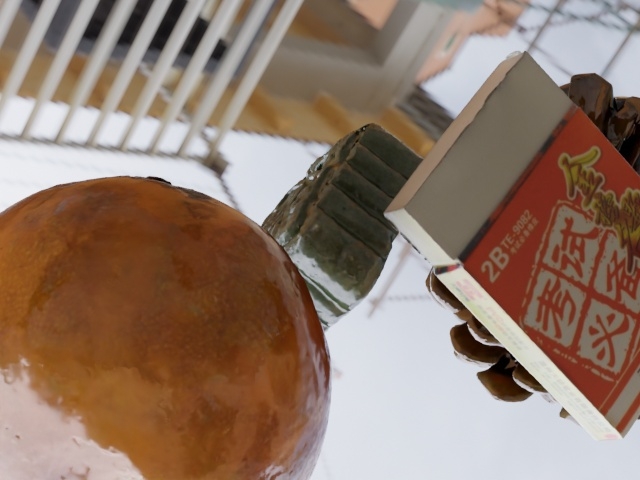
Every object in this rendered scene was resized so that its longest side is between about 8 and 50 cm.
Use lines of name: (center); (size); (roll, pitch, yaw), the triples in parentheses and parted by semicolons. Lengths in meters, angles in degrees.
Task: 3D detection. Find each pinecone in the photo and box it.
pinecone: (0.273, -0.008, 1.536); (0.384, 0.384, 0.384); (25, -153, -14)

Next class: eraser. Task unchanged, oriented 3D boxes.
eraser: (0.166, 0.004, 1.003); (0.230, 0.038, 0.157); (45, -115, -15)

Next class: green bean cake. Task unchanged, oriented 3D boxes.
green bean cake: (0.000, 0.000, 1.296); (0.094, 0.183, 0.185); (39, -132, -7)

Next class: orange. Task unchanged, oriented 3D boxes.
orange: (-0.132, 0.094, 0.997); (0.284, 0.284, 0.226); (27, -140, -9)
